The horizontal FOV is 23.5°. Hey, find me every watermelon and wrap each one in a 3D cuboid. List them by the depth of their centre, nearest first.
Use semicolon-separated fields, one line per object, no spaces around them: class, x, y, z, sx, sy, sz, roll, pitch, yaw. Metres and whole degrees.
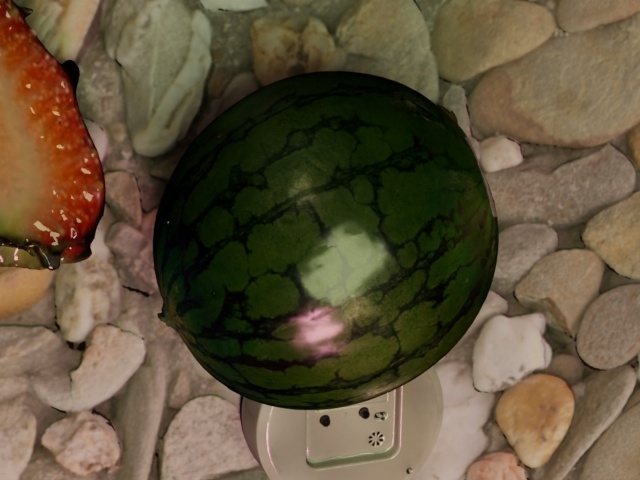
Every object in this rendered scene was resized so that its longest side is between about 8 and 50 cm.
watermelon;0.000;0.000;1.565;0.363;0.363;0.363;-6;111;-17

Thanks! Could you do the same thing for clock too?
clock;0.026;0.196;1.783;0.230;0.083;0.230;-6;109;-19

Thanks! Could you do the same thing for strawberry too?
strawberry;-0.341;-0.111;1.534;0.233;0.137;0.306;-8;86;-37

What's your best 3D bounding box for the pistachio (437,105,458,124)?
pistachio;0.097;-0.075;1.727;0.089;0.049;0.173;31;96;-25
